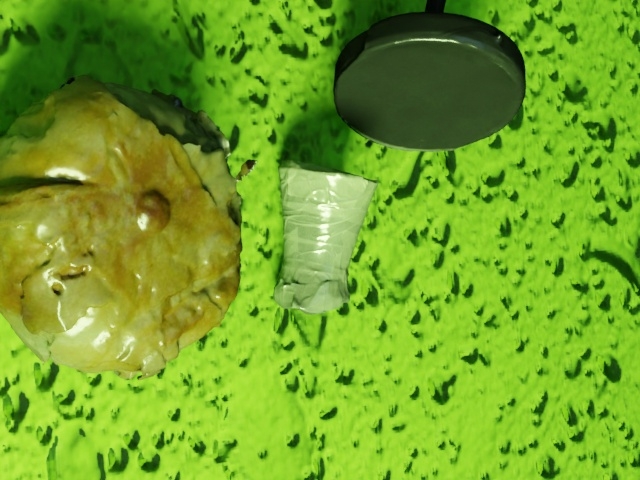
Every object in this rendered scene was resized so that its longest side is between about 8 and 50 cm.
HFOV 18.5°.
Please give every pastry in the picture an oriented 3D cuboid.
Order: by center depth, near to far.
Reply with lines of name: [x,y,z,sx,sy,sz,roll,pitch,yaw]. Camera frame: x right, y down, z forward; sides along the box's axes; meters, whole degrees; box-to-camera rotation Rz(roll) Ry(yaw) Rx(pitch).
pastry: [-0.105,-0.007,0.980,0.153,0.081,0.153,-10,106,-38]

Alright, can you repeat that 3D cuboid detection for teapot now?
teapot: [0.000,0.000,1.094,0.067,0.057,0.083,13,86,-70]

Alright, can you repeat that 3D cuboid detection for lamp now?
lamp: [0.101,-0.236,1.140,0.130,0.108,0.371,29,71,-37]
